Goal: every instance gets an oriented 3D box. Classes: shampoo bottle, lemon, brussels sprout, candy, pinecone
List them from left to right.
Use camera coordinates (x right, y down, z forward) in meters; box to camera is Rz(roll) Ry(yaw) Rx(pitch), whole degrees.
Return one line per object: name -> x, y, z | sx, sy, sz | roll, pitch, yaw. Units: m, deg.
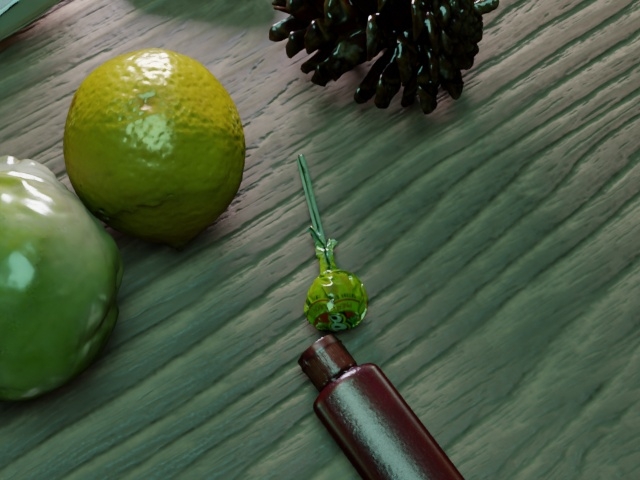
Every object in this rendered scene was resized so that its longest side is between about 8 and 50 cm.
brussels sprout -> -0.374, 0.054, 1.797 | 0.274, 0.242, 0.316 | 10, 63, 31
lemon -> -0.212, -0.126, 1.869 | 0.228, 0.228, 0.253 | -19, 70, -9
candy -> 0.001, 0.001, 1.916 | 0.077, 0.073, 0.262 | -1, 59, -21
shampoo bottle -> 0.069, 0.232, 1.811 | 0.102, 0.064, 0.260 | -34, 72, -13
pinecone -> 0.081, -0.285, 1.953 | 0.309, 0.244, 0.244 | 5, 67, 18

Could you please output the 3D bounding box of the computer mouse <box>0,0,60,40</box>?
computer mouse -> -0.465, -0.336, 2.024 | 0.288, 0.097, 0.159 | -35, 73, -2
